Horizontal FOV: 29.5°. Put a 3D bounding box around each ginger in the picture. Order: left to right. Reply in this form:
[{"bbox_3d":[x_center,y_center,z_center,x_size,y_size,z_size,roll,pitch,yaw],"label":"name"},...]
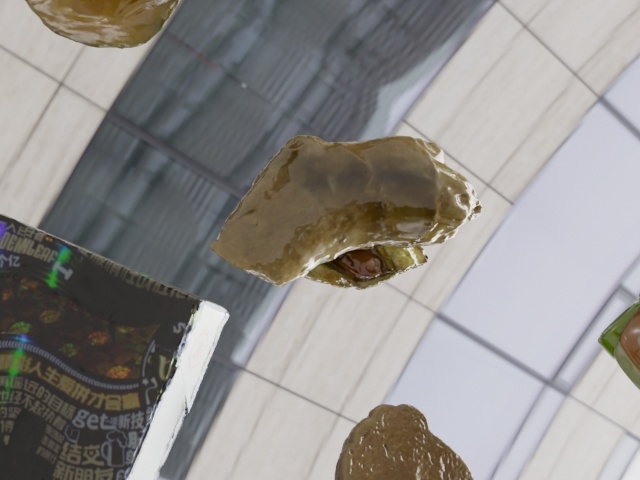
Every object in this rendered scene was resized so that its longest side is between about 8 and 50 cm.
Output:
[{"bbox_3d":[0.015,-0.023,0.835,0.190,0.069,0.095,-9,-113,-10],"label":"ginger"}]

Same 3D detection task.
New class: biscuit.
[{"bbox_3d":[0.107,0.320,1.562,0.181,0.208,0.049,-46,-177,-32],"label":"biscuit"}]

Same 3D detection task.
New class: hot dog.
[{"bbox_3d":[-0.001,0.000,0.925,0.169,0.078,0.061,23,-134,34],"label":"hot dog"}]

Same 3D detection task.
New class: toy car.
[{"bbox_3d":[0.456,0.080,1.384,0.145,0.235,0.235,46,-75,8],"label":"toy car"}]

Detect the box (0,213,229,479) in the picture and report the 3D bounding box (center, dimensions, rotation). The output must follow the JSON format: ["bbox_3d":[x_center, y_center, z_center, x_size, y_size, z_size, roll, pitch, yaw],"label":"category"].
[{"bbox_3d":[-0.225,0.156,0.942,0.198,0.084,0.310,21,-96,15],"label":"box"}]

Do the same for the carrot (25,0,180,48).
[{"bbox_3d":[-0.121,-0.275,0.757,0.114,0.114,0.302,-15,-118,39],"label":"carrot"}]
